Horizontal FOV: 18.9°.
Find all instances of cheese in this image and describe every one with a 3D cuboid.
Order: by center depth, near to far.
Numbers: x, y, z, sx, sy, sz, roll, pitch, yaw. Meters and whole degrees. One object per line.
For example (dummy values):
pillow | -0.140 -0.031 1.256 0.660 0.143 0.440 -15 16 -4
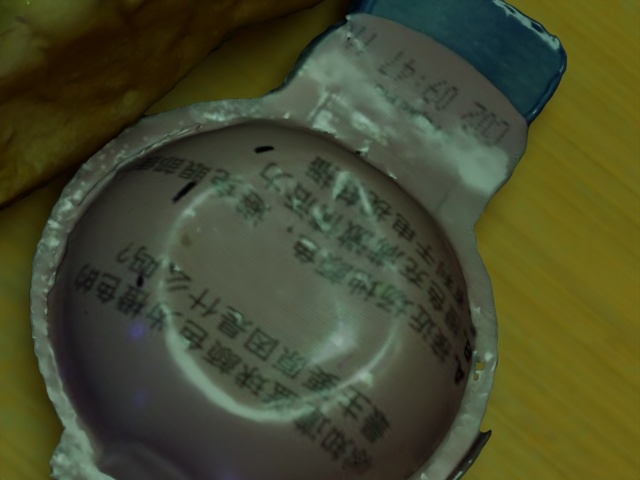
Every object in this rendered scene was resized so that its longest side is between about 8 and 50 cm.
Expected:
cheese | 0.000 0.000 0.745 0.189 0.074 0.286 33 63 -1

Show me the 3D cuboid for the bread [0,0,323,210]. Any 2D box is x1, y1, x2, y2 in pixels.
bread | -0.087 -0.142 0.733 0.294 0.132 0.167 -34 65 -19
